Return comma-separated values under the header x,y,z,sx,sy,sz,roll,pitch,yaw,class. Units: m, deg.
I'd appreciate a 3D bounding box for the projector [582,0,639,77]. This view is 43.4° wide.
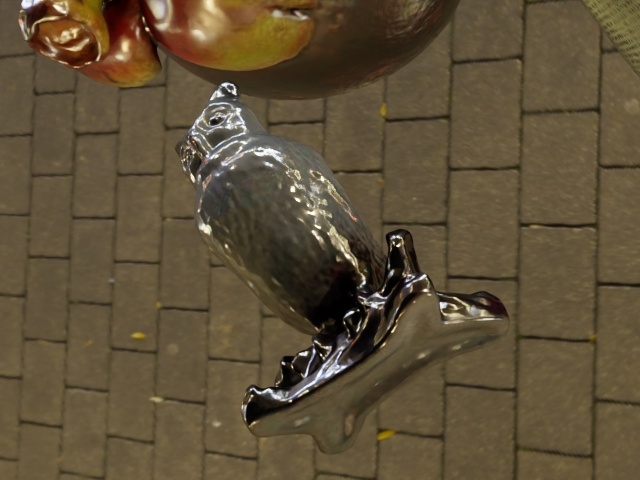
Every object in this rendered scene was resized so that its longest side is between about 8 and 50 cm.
x,y,z,sx,sy,sz,roll,pitch,yaw,class
0.426,-0.257,0.624,0.395,0.405,0.242,-43,34,17,projector

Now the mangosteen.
x,y,z,sx,sy,sz,roll,pitch,yaw,class
-0.075,-0.279,0.683,0.435,0.382,0.382,-34,70,-17,mangosteen

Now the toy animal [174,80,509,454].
x,y,z,sx,sy,sz,roll,pitch,yaw,class
0.000,-0.002,0.442,0.121,0.117,0.210,-43,55,21,toy animal
